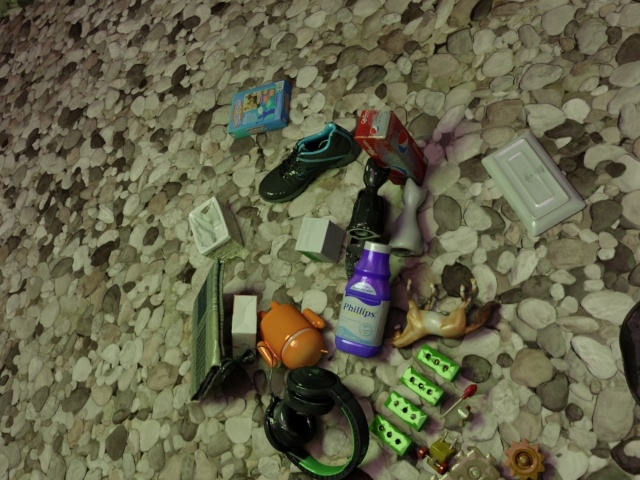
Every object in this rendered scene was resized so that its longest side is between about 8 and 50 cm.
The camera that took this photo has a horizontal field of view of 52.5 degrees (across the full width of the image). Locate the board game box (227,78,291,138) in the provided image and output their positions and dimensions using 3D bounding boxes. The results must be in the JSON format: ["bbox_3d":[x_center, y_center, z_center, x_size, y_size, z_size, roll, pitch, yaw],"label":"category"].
[{"bbox_3d":[-0.203,-0.434,2.151,0.210,0.047,0.160,-7,65,27],"label":"board game box"}]

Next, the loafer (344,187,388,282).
[{"bbox_3d":[0.109,0.004,1.732,0.109,0.095,0.302,-4,66,33],"label":"loafer"}]

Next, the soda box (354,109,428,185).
[{"bbox_3d":[0.189,-0.238,1.693,0.092,0.263,0.083,6,70,32],"label":"soda box"}]

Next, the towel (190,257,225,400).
[{"bbox_3d":[-0.303,0.253,1.781,0.312,0.056,0.324,126,147,-53],"label":"towel"}]

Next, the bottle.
[{"bbox_3d":[0.117,0.145,1.617,0.118,0.092,0.282,14,94,22],"label":"bottle"}]

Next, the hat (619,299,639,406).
[{"bbox_3d":[0.736,0.213,1.244,0.332,0.134,0.331,-12,62,25],"label":"hat"}]

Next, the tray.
[{"bbox_3d":[0.519,-0.150,1.605,0.145,0.030,0.270,-32,56,13],"label":"tray"}]

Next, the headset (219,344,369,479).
[{"bbox_3d":[-0.067,0.407,1.557,0.394,0.185,0.243,42,118,23],"label":"headset"}]

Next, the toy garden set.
[{"bbox_3d":[0.259,0.395,1.496,0.204,0.049,0.244,32,85,39],"label":"toy garden set"}]

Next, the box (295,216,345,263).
[{"bbox_3d":[0.000,0.000,1.796,0.087,0.101,0.101,5,72,32],"label":"box"}]

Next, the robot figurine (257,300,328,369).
[{"bbox_3d":[-0.078,0.256,1.708,0.219,0.158,0.128,41,125,37],"label":"robot figurine"}]

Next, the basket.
[{"bbox_3d":[-0.319,-0.030,1.998,0.113,0.103,0.167,-33,56,14],"label":"basket"}]

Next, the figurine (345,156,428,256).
[{"bbox_3d":[0.185,-0.086,1.680,0.092,0.215,0.209,-19,53,57],"label":"figurine"}]

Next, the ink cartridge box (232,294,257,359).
[{"bbox_3d":[-0.207,0.247,1.777,0.067,0.198,0.115,2,56,-6],"label":"ink cartridge box"}]

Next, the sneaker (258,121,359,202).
[{"bbox_3d":[-0.059,-0.237,1.918,0.341,0.140,0.125,-32,57,16],"label":"sneaker"}]

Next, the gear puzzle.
[{"bbox_3d":[0.333,0.542,1.378,0.339,0.044,0.175,-45,67,5],"label":"gear puzzle"}]

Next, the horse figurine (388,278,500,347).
[{"bbox_3d":[0.291,0.178,1.565,0.264,0.066,0.174,-1,62,33],"label":"horse figurine"}]
